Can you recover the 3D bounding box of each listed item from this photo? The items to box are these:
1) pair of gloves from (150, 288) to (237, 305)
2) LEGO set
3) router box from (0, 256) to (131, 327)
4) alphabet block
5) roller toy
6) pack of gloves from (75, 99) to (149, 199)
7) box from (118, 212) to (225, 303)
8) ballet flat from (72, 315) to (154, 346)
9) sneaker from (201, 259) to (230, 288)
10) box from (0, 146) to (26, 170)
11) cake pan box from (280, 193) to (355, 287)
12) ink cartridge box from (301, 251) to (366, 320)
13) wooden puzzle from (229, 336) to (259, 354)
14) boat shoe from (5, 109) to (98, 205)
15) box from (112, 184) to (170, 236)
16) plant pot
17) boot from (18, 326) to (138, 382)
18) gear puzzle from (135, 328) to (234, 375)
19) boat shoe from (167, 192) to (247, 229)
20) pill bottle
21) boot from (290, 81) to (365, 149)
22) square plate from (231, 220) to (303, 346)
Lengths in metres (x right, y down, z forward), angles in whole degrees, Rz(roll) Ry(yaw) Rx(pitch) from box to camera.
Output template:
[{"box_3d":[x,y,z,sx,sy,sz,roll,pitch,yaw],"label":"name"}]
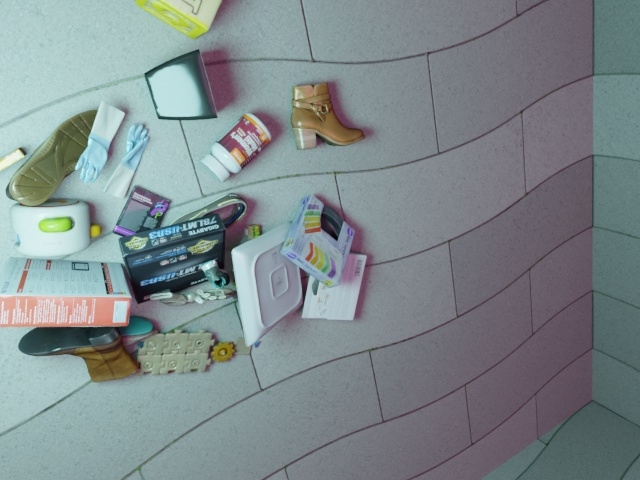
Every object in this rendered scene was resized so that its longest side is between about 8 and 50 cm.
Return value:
[{"box_3d":[-0.398,0.184,1.512,0.239,0.204,0.042,-4,81,-1],"label":"pair of gloves"},{"box_3d":[-0.244,0.092,1.651,0.132,0.107,0.287,27,90,-31],"label":"LEGO set"},{"box_3d":[-0.694,0.134,1.291,0.300,0.335,0.082,5,101,-28],"label":"router box"},{"box_3d":[-0.378,-0.712,1.320,0.193,0.192,0.197,24,90,-29],"label":"alphabet block"},{"box_3d":[-0.738,-0.033,1.307,0.191,0.209,0.146,4,104,7],"label":"roller toy"},{"box_3d":[-0.579,-0.248,1.354,0.195,0.046,0.232,30,79,-66],"label":"pack of gloves"},{"box_3d":[-0.444,0.060,1.461,0.295,0.073,0.293,-17,150,-23],"label":"box"},{"box_3d":[-0.690,0.298,1.485,0.315,0.108,0.106,7,120,-24],"label":"ballet flat"},{"box_3d":[-0.332,0.128,1.533,0.064,0.076,0.166,-30,156,-1],"label":"sneaker"},{"box_3d":[-0.855,-0.200,1.261,0.136,0.081,0.028,-39,119,-13],"label":"box"},{"box_3d":[0.000,0.000,1.714,0.245,0.070,0.267,41,51,-28],"label":"cake pan box"},{"box_3d":[0.045,0.174,1.856,0.238,0.060,0.275,7,99,-28],"label":"ink cartridge box"},{"box_3d":[-0.291,0.392,1.762,0.116,0.014,0.079,17,99,-30],"label":"wooden puzzle"},{"box_3d":[-0.721,-0.233,1.303,0.123,0.123,0.342,53,55,-39],"label":"boat shoe"},{"box_3d":[-0.560,-0.076,1.483,0.116,0.029,0.162,26,91,-32],"label":"box"},{"box_3d":[-0.412,-0.441,1.388,0.166,0.188,0.188,-16,111,-10],"label":"plant pot"},{"box_3d":[-0.709,0.341,1.413,0.263,0.096,0.281,-14,143,-17],"label":"boot"},{"box_3d":[-0.462,0.379,1.648,0.338,0.044,0.176,5,108,-28],"label":"gear puzzle"},{"box_3d":[-0.384,-0.045,1.545,0.324,0.096,0.117,-34,116,-17],"label":"boat shoe"},{"box_3d":[-0.272,-0.296,1.525,0.221,0.121,0.121,-47,119,-10],"label":"pill bottle"},{"box_3d":[0.026,-0.442,1.670,0.283,0.109,0.220,-9,104,-18],"label":"boot"},{"box_3d":[-0.161,0.141,1.641,0.347,0.049,0.344,-32,121,-55],"label":"square plate"}]
